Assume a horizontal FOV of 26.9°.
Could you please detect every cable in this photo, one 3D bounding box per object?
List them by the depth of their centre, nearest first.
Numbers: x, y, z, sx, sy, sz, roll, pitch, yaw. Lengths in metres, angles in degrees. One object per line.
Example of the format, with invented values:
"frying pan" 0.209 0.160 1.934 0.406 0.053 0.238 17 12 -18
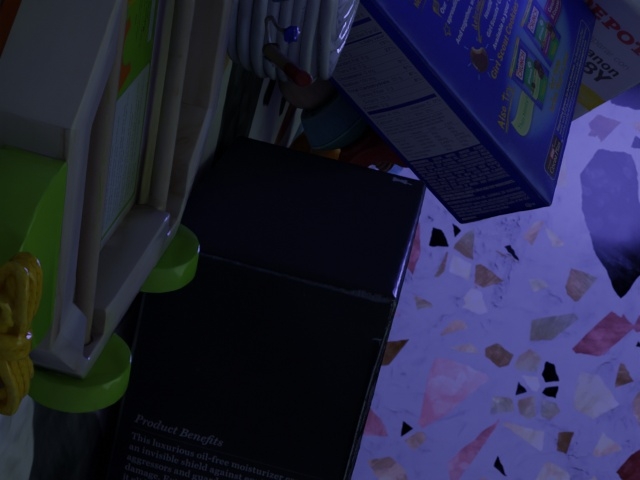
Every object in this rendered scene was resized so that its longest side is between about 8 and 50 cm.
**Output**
"cable" -0.004 -0.243 0.987 0.257 0.089 0.257 -3 108 -85

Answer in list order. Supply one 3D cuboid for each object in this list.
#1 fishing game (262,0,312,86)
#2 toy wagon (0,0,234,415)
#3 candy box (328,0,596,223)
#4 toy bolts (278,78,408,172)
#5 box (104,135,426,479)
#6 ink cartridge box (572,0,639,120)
"fishing game" -0.018 -0.217 0.698 0.189 0.041 0.264 -128 -146 -73
"toy wagon" -0.102 -0.050 0.624 0.344 0.068 0.267 -65 169 -59
"candy box" 0.122 -0.217 1.303 0.317 0.122 0.268 45 49 -32
"toy bolts" 0.004 -0.153 1.407 0.218 0.158 0.228 -34 -156 21
"box" -0.043 0.103 1.064 0.296 0.183 0.294 -66 171 -70
"ink cartridge box" 0.236 -0.281 1.573 0.160 0.279 0.385 -57 -167 -30
